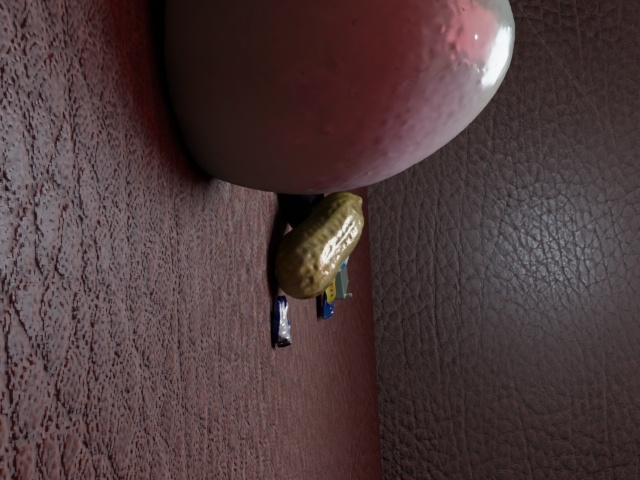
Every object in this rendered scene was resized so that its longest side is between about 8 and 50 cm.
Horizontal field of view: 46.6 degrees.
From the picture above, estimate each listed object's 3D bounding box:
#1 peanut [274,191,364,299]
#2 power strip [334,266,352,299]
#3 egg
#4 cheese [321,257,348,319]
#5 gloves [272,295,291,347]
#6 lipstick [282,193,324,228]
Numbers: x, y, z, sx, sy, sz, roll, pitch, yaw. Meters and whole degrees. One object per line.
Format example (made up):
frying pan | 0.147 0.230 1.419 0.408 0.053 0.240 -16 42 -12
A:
peanut | 0.000 0.000 1.263 0.236 0.110 0.120 -56 179 -36
power strip | 0.045 0.022 1.860 0.145 0.061 0.215 -77 162 -60
egg | 0.044 -0.223 0.847 0.354 0.340 0.354 6 90 -75
cheese | 0.025 0.042 1.680 0.177 0.069 0.270 -9 105 -75
gloves | -0.063 0.132 1.211 0.064 0.026 0.086 64 20 -73
lipstick | -0.041 -0.144 1.278 0.081 0.081 0.299 -84 168 -48
